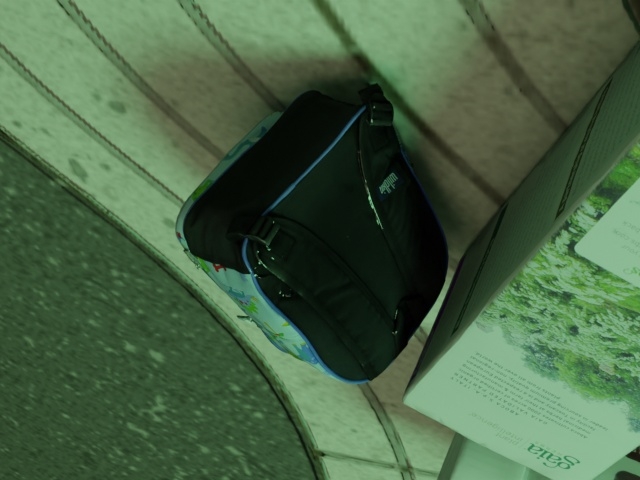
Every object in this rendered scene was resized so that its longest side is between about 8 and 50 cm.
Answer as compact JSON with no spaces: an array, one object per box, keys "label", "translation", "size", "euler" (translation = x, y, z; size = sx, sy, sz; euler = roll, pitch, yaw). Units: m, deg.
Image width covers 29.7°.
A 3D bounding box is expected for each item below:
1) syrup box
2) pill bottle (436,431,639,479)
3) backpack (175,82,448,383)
[{"label":"syrup box","translation":[0.128,0.004,0.483],"size":[0.093,0.096,0.237],"euler":[29,144,-2]},{"label":"pill bottle","translation":[0.169,0.165,0.638],"size":[0.221,0.121,0.121],"euler":[21,143,6]},{"label":"backpack","translation":[0.000,0.000,0.550],"size":[0.084,0.105,0.114],"euler":[18,151,49]}]
